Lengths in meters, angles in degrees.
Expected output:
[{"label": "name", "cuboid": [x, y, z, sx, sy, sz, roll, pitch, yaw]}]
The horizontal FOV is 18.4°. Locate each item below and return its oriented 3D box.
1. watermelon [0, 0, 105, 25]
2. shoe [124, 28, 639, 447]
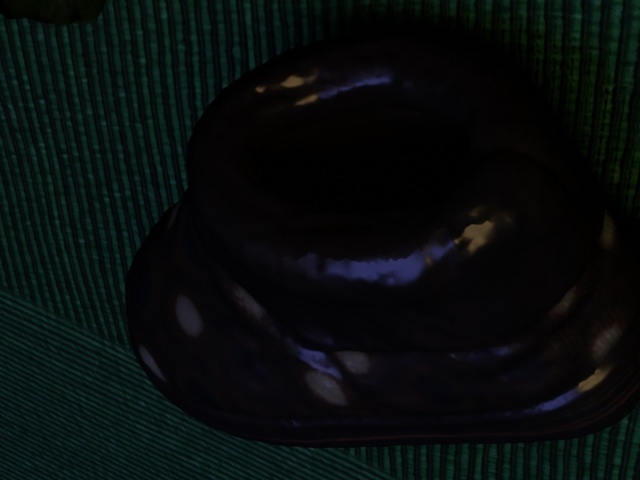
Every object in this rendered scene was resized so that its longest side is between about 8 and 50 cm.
[{"label": "watermelon", "cuboid": [-0.265, -0.226, 1.175, 0.301, 0.123, 0.129, 33, 171, 8]}, {"label": "shoe", "cuboid": [0.000, 0.000, 1.143, 0.384, 0.171, 0.237, 2, 143, 41]}]
